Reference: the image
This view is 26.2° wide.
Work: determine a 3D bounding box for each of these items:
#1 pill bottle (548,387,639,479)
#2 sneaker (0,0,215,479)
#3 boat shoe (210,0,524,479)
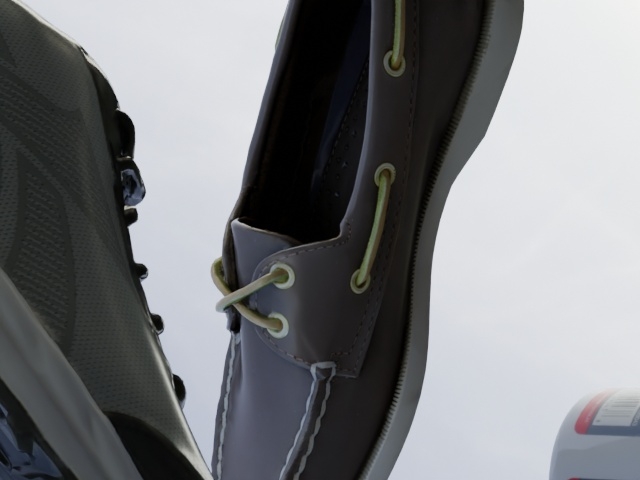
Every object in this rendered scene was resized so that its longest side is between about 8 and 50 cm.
[{"bbox_3d":[0.219,0.129,0.706,0.108,0.180,0.108,6,-98,-45],"label":"pill bottle"},{"bbox_3d":[-0.081,0.003,0.369,0.108,0.100,0.271,-23,-109,-36],"label":"sneaker"},{"bbox_3d":[0.000,0.000,0.656,0.096,0.116,0.324,17,-88,-37],"label":"boat shoe"}]
